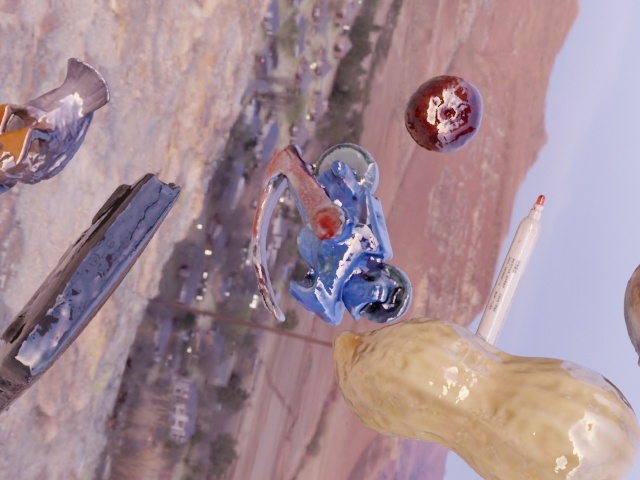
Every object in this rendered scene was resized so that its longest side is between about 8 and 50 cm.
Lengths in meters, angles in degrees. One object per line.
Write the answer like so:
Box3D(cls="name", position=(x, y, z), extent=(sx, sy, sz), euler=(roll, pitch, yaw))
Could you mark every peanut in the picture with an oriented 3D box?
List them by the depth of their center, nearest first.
Box3D(cls="peanut", position=(0.081, 0.090, 0.417), extent=(0.082, 0.187, 0.082), euler=(-27, 124, -48))

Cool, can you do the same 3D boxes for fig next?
Box3D(cls="fig", position=(0.138, -0.145, 0.859), extent=(0.125, 0.089, 0.088), euler=(-72, 170, -81))

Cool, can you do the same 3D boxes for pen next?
Box3D(cls="pen", position=(0.197, 0.053, 0.795), extent=(0.026, 0.026, 0.218), euler=(-37, 146, -76))

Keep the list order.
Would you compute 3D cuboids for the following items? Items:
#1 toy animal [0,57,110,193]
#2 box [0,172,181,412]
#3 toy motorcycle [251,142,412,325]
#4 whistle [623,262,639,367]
Box3D(cls="toy animal", position=(-0.468, -0.168, 1.210), extent=(0.298, 0.122, 0.185), euler=(-46, 174, -9))
Box3D(cls="box", position=(-0.362, 0.080, 1.075), extent=(0.350, 0.091, 0.359), euler=(-36, -159, 49))
Box3D(cls="toy motorcycle", position=(0.012, 0.004, 1.241), extent=(0.182, 0.241, 0.318), euler=(4, 66, -46))
Box3D(cls="whistle", position=(0.433, 0.065, 0.828), extent=(0.348, 0.189, 0.189), euler=(-28, 128, -61))
